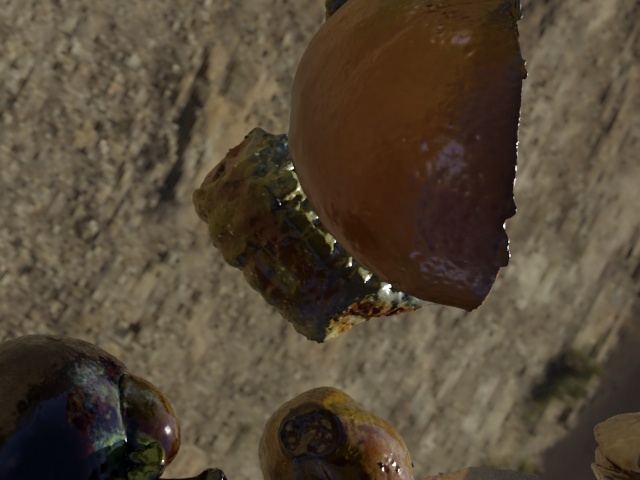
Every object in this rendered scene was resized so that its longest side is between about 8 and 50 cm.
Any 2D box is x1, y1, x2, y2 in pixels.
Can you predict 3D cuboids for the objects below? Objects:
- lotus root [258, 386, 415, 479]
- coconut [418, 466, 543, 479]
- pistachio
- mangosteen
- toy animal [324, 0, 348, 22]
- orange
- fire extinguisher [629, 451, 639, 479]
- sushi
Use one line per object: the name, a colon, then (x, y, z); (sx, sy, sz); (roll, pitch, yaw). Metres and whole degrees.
lotus root: (0.012, 0.293, 1.962); (0.188, 0.199, 0.180); (-49, 155, -11)
coconut: (0.172, 0.412, 1.730); (0.297, 0.297, 0.309); (-30, 178, -45)
pistachio: (0.405, 0.274, 1.784); (0.144, 0.215, 0.144); (-2, 94, -22)
mangosteen: (-0.218, 0.203, 1.302); (0.231, 0.289, 0.231); (-36, 131, -56)
toy animal: (0.086, -0.272, 1.701); (0.181, 0.180, 0.363); (-51, 122, -81)
orange: (0.096, -0.100, 1.223); (0.310, 0.274, 0.274); (-44, 150, -45)
fire extinguisher: (0.288, 0.174, 1.246); (0.083, 0.038, 0.025); (-62, 144, -38)
sushi: (0.000, 0.000, 1.549); (0.139, 0.274, 0.184); (-43, 172, 35)
